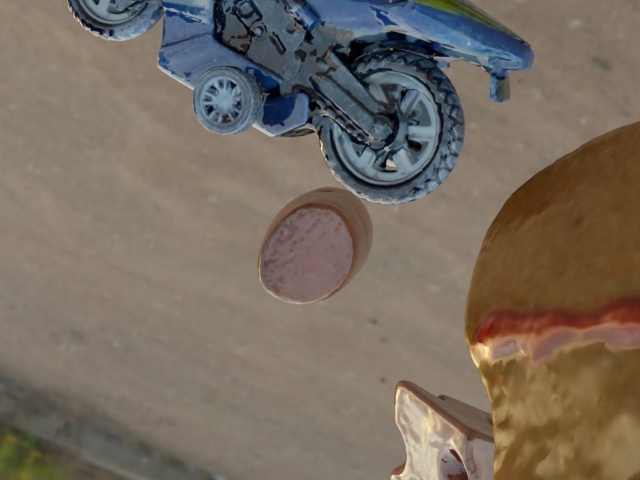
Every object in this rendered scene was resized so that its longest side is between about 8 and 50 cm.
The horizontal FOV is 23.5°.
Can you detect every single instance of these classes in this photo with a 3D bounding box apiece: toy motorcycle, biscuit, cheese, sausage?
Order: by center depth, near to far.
[{"bbox_3d":[0.080,0.085,0.485,0.052,0.277,0.262,20,170,-39],"label":"biscuit"},{"bbox_3d":[-0.018,-0.121,0.774,0.254,0.135,0.092,33,-165,19],"label":"toy motorcycle"},{"bbox_3d":[0.122,0.235,1.209,0.203,0.177,0.128,25,-176,-34],"label":"cheese"},{"bbox_3d":[0.000,0.000,1.620,0.113,0.113,0.259,19,-172,4],"label":"sausage"}]
